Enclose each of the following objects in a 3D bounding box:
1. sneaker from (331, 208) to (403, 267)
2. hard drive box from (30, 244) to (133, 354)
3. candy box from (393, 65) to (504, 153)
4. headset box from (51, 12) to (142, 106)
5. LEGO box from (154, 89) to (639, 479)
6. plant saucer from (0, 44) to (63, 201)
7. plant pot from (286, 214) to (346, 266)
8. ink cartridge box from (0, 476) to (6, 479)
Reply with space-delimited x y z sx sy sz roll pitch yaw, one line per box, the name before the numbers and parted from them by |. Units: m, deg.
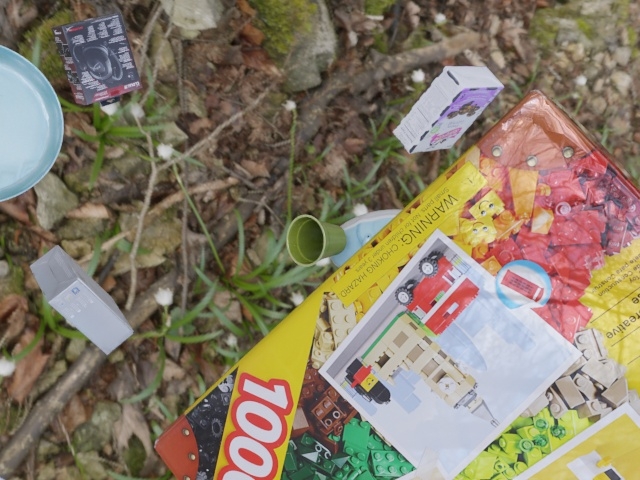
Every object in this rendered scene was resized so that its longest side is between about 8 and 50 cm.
sneaker | 0.150 0.038 1.079 0.150 0.365 0.135 -34 121 -49
hard drive box | -0.588 0.147 1.663 0.089 0.181 0.232 -41 133 -10
candy box | 0.278 -0.285 1.468 0.164 0.070 0.196 -15 153 -44
headset box | -0.218 -0.175 0.663 0.062 0.032 0.083 -29 120 -32
LEGO box | 0.143 0.172 0.630 0.500 0.372 0.193 -45 170 24
plant saucer | -0.656 -0.221 1.270 0.317 0.043 0.318 3 82 -25
plant pot | 0.000 0.000 1.106 0.079 0.083 0.083 -1 117 -51
ink cartridge box | -0.460 0.472 0.895 0.395 0.151 0.270 44 48 -28
